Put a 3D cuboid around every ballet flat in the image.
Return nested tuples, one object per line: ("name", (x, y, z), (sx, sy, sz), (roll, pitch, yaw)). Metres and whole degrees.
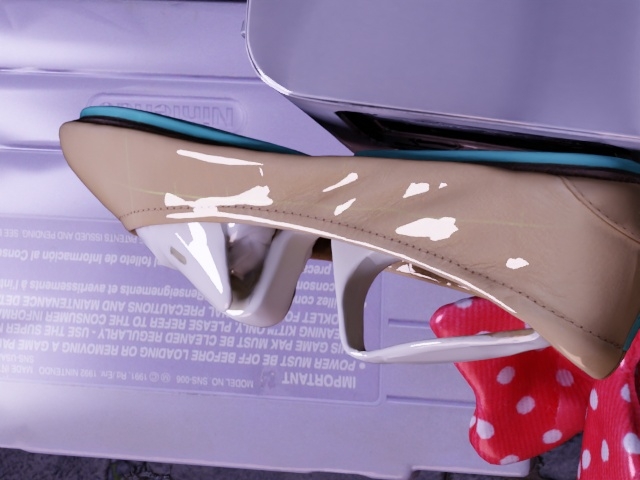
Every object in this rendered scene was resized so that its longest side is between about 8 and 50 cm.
("ballet flat", (0.000, 0.000, 0.602), (0.232, 0.073, 0.080), (8, 173, 33))

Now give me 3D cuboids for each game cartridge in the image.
("game cartridge", (-0.068, -0.005, 0.878), (0.355, 0.230, 0.068), (4, -164, 10))

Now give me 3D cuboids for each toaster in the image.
("toaster", (0.076, -0.078, 0.633), (0.185, 0.110, 0.168), (8, 175, 14))

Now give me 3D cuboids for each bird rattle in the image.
("bird rattle", (0.162, 0.024, 0.777), (0.143, 0.253, 0.207), (2, 150, 31))
